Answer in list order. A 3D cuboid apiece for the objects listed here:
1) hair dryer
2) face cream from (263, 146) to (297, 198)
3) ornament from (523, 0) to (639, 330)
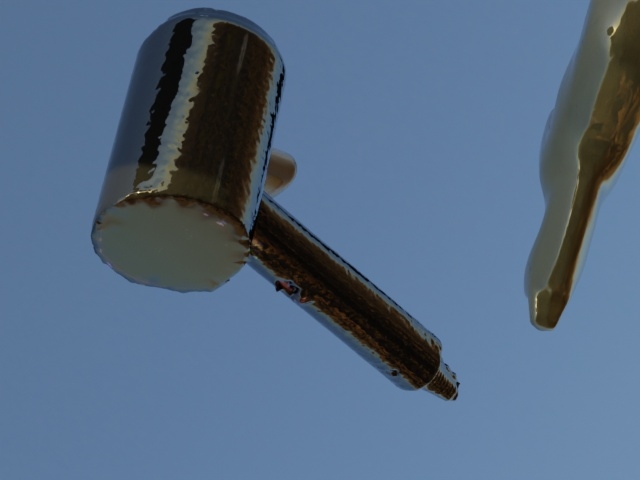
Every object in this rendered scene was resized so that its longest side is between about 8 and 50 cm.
[{"bbox_3d":[0.000,0.001,0.752,0.248,0.071,0.114,38,-133,-37],"label":"hair dryer"},{"bbox_3d":[-0.050,-0.039,0.775,0.083,0.040,0.021,19,-130,-47],"label":"face cream"},{"bbox_3d":[0.188,-0.077,1.092,0.230,0.061,0.245,104,-177,-45],"label":"ornament"}]
